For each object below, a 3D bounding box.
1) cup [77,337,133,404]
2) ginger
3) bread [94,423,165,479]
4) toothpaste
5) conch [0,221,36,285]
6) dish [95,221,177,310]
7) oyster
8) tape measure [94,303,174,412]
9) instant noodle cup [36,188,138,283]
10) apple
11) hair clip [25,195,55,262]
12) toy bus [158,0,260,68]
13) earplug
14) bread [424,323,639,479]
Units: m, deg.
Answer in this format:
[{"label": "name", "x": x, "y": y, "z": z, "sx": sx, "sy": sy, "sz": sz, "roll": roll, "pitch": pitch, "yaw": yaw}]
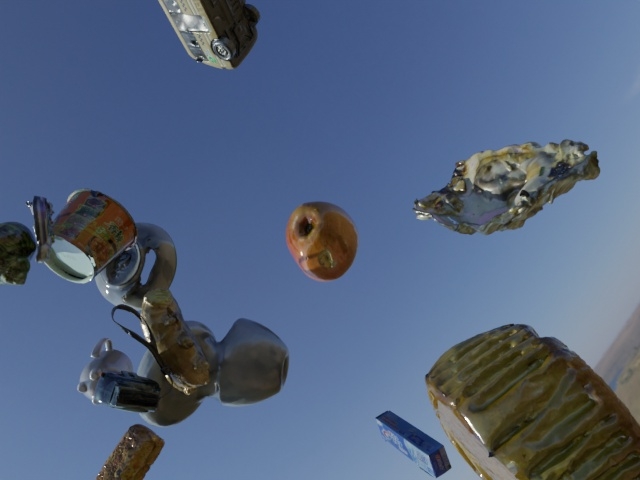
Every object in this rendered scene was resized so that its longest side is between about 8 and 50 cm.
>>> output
[{"label": "cup", "x": -0.650, "y": 0.404, "z": 1.614, "sx": 0.174, "sy": 0.134, "sz": 0.142, "roll": -60, "pitch": 5, "yaw": 8}, {"label": "ginger", "x": -0.246, "y": 0.185, "z": 0.906, "sx": 0.081, "sy": 0.115, "sz": 0.206, "roll": -23, "pitch": -68, "yaw": -15}, {"label": "bread", "x": -0.507, "y": 0.592, "z": 1.391, "sx": 0.083, "sy": 0.113, "sz": 0.211, "roll": 51, "pitch": -121, "yaw": -44}, {"label": "toothpaste", "x": 0.228, "y": 0.511, "z": 1.347, "sx": 0.053, "sy": 0.272, "sz": 0.066, "roll": -24, "pitch": -81, "yaw": -18}, {"label": "conch", "x": -0.824, "y": 0.037, "z": 1.410, "sx": 0.124, "sy": 0.182, "sz": 0.187, "roll": -11, "pitch": -10, "yaw": 12}, {"label": "dish", "x": -0.675, "y": 0.080, "z": 1.857, "sx": 0.324, "sy": 0.324, "sz": 0.124, "roll": -53, "pitch": -23, "yaw": 1}, {"label": "oyster", "x": 0.349, "y": -0.089, "z": 1.014, "sx": 0.107, "sy": 0.354, "sz": 0.201, "roll": 47, "pitch": -120, "yaw": -26}, {"label": "tape measure", "x": -0.301, "y": 0.187, "z": 0.851, "sx": 0.104, "sy": 0.107, "sz": 0.180, "roll": 4, "pitch": -91, "yaw": -45}, {"label": "instant noodle cup", "x": -0.663, "y": -0.003, "z": 1.491, "sx": 0.182, "sy": 0.230, "sz": 0.230, "roll": -65, "pitch": -14, "yaw": -46}, {"label": "apple", "x": 0.000, "y": 0.000, "z": 1.676, "sx": 0.242, "sy": 0.242, "sz": 0.241, "roll": -50, "pitch": -37, "yaw": -6}, {"label": "hair clip", "x": -0.568, "y": -0.036, "z": 1.073, "sx": 0.049, "sy": 0.172, "sz": 0.116, "roll": -13, "pitch": -60, "yaw": -20}, {"label": "toy bus", "x": -0.308, "y": -0.632, "z": 1.362, "sx": 0.177, "sy": 0.201, "sz": 0.365, "roll": -63, "pitch": -30, "yaw": -26}, {"label": "earplug", "x": -0.215, "y": 0.263, "z": 1.072, "sx": 0.325, "sy": 0.175, "sz": 0.214, "roll": -5, "pitch": -70, "yaw": -34}, {"label": "bread", "x": 0.226, "y": 0.201, "z": 0.565, "sx": 0.142, "sy": 0.227, "sz": 0.253, "roll": -34, "pitch": -33, "yaw": -7}]
